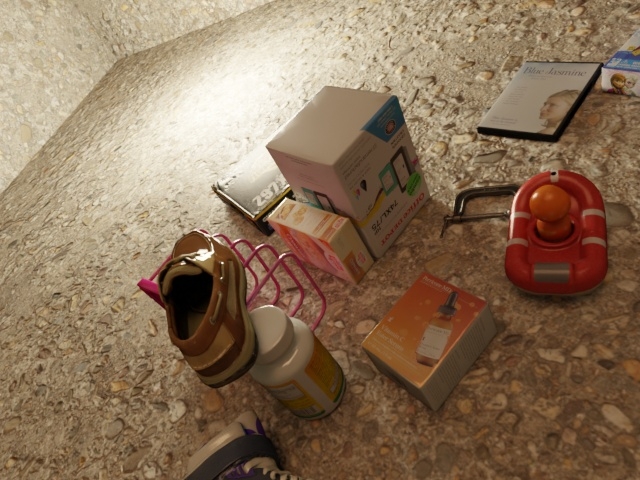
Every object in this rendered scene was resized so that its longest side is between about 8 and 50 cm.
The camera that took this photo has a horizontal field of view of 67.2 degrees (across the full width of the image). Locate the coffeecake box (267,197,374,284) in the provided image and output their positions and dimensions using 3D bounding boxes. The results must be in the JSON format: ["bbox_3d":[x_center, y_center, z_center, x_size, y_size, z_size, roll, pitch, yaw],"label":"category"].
[{"bbox_3d":[0.000,0.000,0.995,0.186,0.142,0.068,21,64,43],"label":"coffeecake box"}]

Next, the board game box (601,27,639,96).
[{"bbox_3d":[0.793,-0.387,0.935,0.318,0.066,0.319,-45,43,-13],"label":"board game box"}]

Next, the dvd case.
[{"bbox_3d":[0.495,-0.321,1.089,0.180,0.022,0.253,20,63,42],"label":"dvd case"}]

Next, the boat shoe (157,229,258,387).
[{"bbox_3d":[-0.184,0.072,0.745,0.123,0.120,0.324,-36,39,0],"label":"boat shoe"}]

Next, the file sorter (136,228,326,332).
[{"bbox_3d":[-0.163,0.109,0.949,0.291,0.202,0.182,13,57,39],"label":"file sorter"}]

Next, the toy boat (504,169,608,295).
[{"bbox_3d":[0.379,-0.031,0.786,0.151,0.151,0.231,-2,50,30],"label":"toy boat"}]

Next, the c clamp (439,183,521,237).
[{"bbox_3d":[0.321,-0.060,0.951,0.161,0.022,0.137,-8,42,27],"label":"c clamp"}]

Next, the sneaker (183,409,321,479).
[{"bbox_3d":[-0.072,0.349,0.715,0.323,0.130,0.236,-26,46,16],"label":"sneaker"}]

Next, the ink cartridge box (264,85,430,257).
[{"bbox_3d":[0.066,-0.140,0.993,0.197,0.270,0.198,25,66,42],"label":"ink cartridge box"}]

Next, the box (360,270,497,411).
[{"bbox_3d":[0.176,0.157,0.777,0.170,0.091,0.130,-47,43,-15],"label":"box"}]

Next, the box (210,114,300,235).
[{"bbox_3d":[-0.103,-0.183,1.285,0.322,0.079,0.257,-43,44,-11],"label":"box"}]

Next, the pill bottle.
[{"bbox_3d":[-0.048,0.198,0.785,0.118,0.208,0.117,-17,44,17],"label":"pill bottle"}]
